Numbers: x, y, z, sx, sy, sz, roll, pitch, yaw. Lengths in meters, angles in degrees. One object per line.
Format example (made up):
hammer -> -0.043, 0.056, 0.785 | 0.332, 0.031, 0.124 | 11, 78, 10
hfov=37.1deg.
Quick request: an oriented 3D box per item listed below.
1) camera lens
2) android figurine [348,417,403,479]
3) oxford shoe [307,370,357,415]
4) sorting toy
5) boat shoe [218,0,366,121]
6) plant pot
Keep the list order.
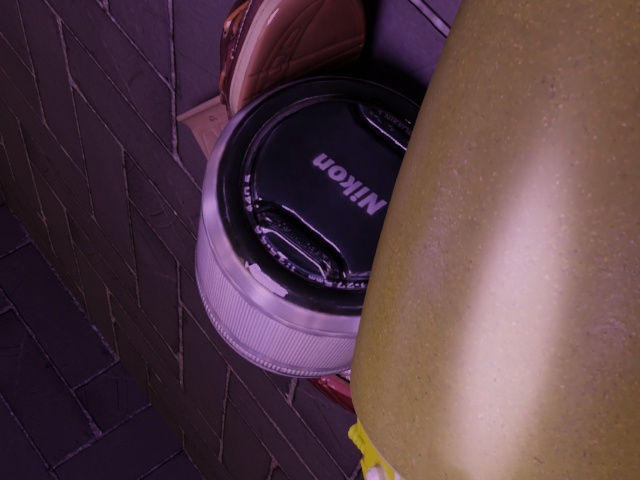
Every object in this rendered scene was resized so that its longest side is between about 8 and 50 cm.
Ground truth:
camera lens -> 0.000, 0.000, 0.851 | 0.219, 0.219, 0.274 | 53, 161, 10
android figurine -> 0.095, 0.199, 0.780 | 0.273, 0.056, 0.248 | 42, 137, 54
oxford shoe -> 0.055, 0.128, 1.055 | 0.348, 0.130, 0.123 | 37, 171, 31
sorting toy -> -0.084, -0.084, 1.176 | 0.208, 0.038, 0.193 | 58, 158, -13
boat shoe -> -0.048, -0.172, 0.871 | 0.123, 0.123, 0.342 | 60, 169, 10
plant pot -> 0.155, -0.040, 0.489 | 0.275, 0.274, 0.294 | 34, 133, 45
